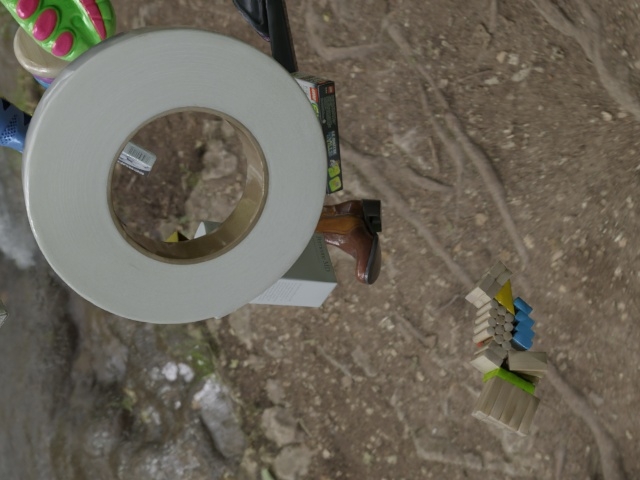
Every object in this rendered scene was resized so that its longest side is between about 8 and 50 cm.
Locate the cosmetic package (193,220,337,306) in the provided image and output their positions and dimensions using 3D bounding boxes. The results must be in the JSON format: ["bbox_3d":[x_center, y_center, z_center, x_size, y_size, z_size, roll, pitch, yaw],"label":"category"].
[{"bbox_3d":[-0.097,0.043,1.138,0.085,0.231,0.117,-57,39,43],"label":"cosmetic package"}]

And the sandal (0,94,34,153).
[{"bbox_3d":[-0.763,-0.277,1.642,0.138,0.317,0.126,39,105,30],"label":"sandal"}]

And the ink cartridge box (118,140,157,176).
[{"bbox_3d":[-0.552,-0.245,1.798,0.206,0.208,0.045,29,78,-14],"label":"ink cartridge box"}]

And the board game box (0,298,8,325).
[{"bbox_3d":[-0.677,0.083,1.026,0.053,0.305,0.193,-46,71,31],"label":"board game box"}]

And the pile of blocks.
[{"bbox_3d":[0.390,0.233,1.416,0.149,0.112,0.362,6,69,-6],"label":"pile of blocks"}]

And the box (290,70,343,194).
[{"bbox_3d":[-0.012,-0.198,1.218,0.114,0.036,0.207,31,135,49],"label":"box"}]

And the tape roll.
[{"bbox_3d":[-0.176,-0.076,0.857,0.072,0.392,0.392,38,121,57],"label":"tape roll"}]

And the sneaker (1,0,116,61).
[{"bbox_3d":[-0.513,-0.499,1.037,0.202,0.185,0.482,27,148,60],"label":"sneaker"}]

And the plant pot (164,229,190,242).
[{"bbox_3d":[-0.374,0.042,1.716,0.083,0.081,0.081,-34,41,15],"label":"plant pot"}]

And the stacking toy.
[{"bbox_3d":[-0.536,-0.345,1.429,0.141,0.330,0.141,1,75,-5],"label":"stacking toy"}]

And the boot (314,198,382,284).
[{"bbox_3d":[0.000,0.000,1.536,0.280,0.264,0.096,-2,141,8],"label":"boot"}]

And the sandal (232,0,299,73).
[{"bbox_3d":[-0.123,-0.455,1.281,0.107,0.167,0.445,-11,97,4],"label":"sandal"}]
